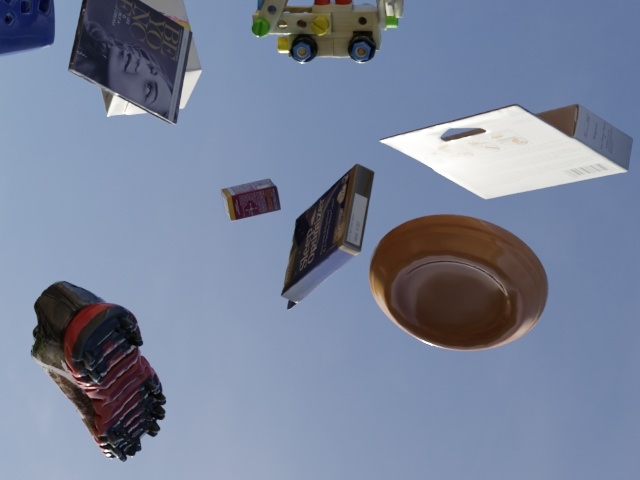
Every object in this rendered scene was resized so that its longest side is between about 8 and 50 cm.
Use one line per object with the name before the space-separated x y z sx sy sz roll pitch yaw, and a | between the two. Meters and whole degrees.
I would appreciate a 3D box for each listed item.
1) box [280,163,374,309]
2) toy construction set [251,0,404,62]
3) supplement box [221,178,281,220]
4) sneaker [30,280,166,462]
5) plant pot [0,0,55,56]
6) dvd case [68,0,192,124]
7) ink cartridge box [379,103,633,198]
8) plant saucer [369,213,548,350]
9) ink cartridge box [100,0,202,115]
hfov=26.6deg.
box | 0.000 0.000 1.936 0.225 0.036 0.136 -43 -150 52
toy construction set | 0.009 -0.405 2.263 0.151 0.327 0.215 -46 138 -56
supplement box | -0.111 -0.065 2.154 0.055 0.083 0.043 -132 -149 -69
sneaker | -0.253 0.142 1.516 0.135 0.097 0.276 33 -28 28
plant pot | -0.542 -0.403 1.998 0.236 0.236 0.212 22 -66 25
dvd case | -0.292 -0.296 2.115 0.018 0.221 0.165 -6 -112 39
ink cartridge box | 0.261 -0.144 1.929 0.275 0.239 0.060 -11 -119 49
plant saucer | 0.149 0.056 1.488 0.200 0.200 0.037 -48 -162 43
ink cartridge box | -0.354 -0.389 2.671 0.171 0.168 0.233 128 -50 -61
